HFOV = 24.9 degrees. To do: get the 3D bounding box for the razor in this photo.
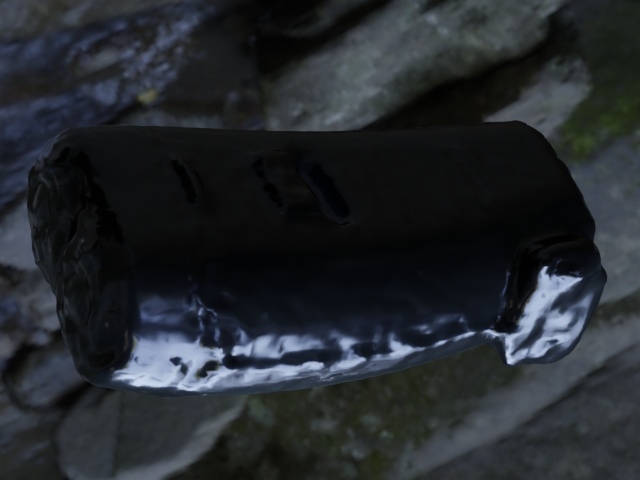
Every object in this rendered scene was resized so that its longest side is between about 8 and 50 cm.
[{"bbox_3d":[0.001,0.003,0.856,0.326,0.189,0.107,-4,132,-22],"label":"razor"}]
